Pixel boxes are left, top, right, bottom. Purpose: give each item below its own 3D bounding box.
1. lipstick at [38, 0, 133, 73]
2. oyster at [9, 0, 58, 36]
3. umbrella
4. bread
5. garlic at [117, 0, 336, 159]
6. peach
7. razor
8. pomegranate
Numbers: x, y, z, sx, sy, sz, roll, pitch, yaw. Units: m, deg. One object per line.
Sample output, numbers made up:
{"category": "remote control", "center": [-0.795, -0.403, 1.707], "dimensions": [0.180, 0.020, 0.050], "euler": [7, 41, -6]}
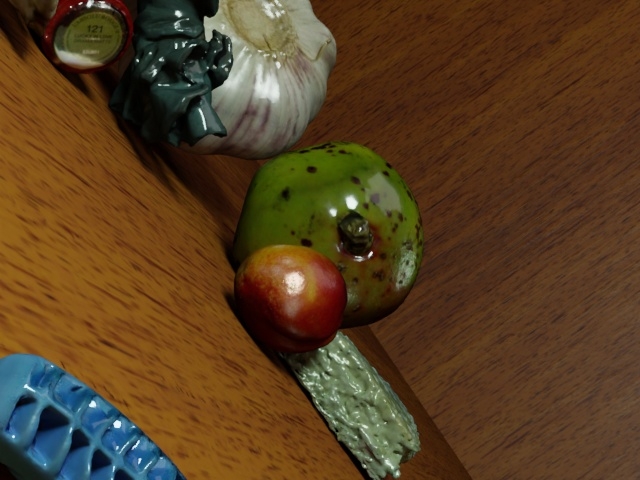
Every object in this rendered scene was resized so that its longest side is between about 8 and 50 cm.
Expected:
{"category": "lipstick", "center": [-0.236, -0.240, 0.973], "dimensions": [0.080, 0.080, 0.241], "euler": [52, 5, -49]}
{"category": "oyster", "center": [-0.248, -0.345, 0.763], "dimensions": [0.204, 0.111, 0.396], "euler": [-79, 154, -64]}
{"category": "umbrella", "center": [-0.138, -0.257, 0.964], "dimensions": [0.143, 0.348, 0.094], "euler": [15, 20, 38]}
{"category": "bread", "center": [0.036, 0.153, 1.037], "dimensions": [0.232, 0.064, 0.172], "euler": [51, 2, -37]}
{"category": "garlic", "center": [-0.130, -0.185, 1.188], "dimensions": [0.245, 0.245, 0.253], "euler": [54, -39, -7]}
{"category": "peach", "center": [-0.028, 0.048, 0.940], "dimensions": [0.100, 0.101, 0.101], "euler": [54, 3, -4]}
{"category": "razor", "center": [-0.034, 0.124, 0.400], "dimensions": [0.253, 0.042, 0.082], "euler": [51, 45, -36]}
{"category": "pomegranate", "center": [-0.011, 0.006, 1.133], "dimensions": [0.198, 0.246, 0.198], "euler": [25, 55, -41]}
